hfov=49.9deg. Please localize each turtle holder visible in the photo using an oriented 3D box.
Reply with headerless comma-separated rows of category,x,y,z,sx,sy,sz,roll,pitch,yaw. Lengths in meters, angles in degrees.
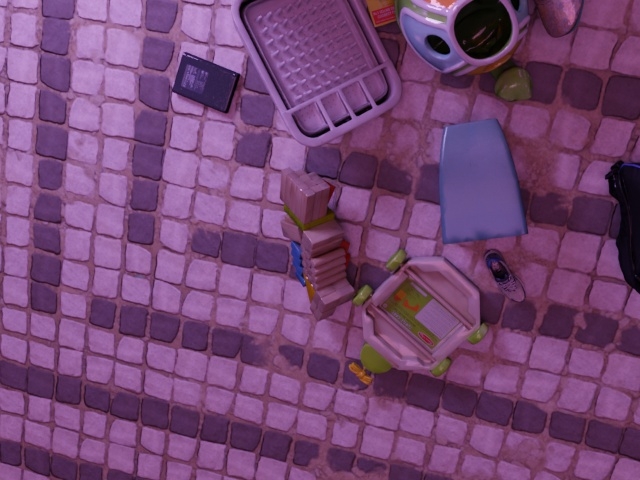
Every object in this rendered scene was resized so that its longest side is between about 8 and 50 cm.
turtle holder,0.273,-0.400,1.290,0.244,0.227,0.320,-11,126,-1

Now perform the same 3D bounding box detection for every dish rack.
dish rack,-0.011,-0.375,1.399,0.286,0.072,0.332,-31,100,-23

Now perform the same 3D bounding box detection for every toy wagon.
toy wagon,0.199,0.192,1.575,0.267,0.068,0.344,42,110,-2

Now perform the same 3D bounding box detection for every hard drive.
hard drive,-0.256,-0.352,1.541,0.135,0.022,0.094,23,109,5

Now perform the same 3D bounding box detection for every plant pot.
plant pot,0.324,-0.127,1.415,0.166,0.166,0.234,-7,96,14

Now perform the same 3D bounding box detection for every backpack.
backpack,0.689,-0.013,1.329,0.213,0.276,0.263,-1,109,-1

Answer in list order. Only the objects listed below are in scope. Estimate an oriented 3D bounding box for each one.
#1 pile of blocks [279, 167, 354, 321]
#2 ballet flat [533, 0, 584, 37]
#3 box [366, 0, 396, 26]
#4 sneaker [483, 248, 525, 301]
pile of blocks,0.000,0.000,1.558,0.113,0.149,0.361,-21,116,-27
ballet flat,0.419,-0.530,1.261,0.106,0.108,0.315,10,79,-28
box,0.110,-0.544,1.346,0.088,0.058,0.232,-13,128,14
sneaker,0.402,0.086,1.506,0.052,0.058,0.135,-36,96,19
